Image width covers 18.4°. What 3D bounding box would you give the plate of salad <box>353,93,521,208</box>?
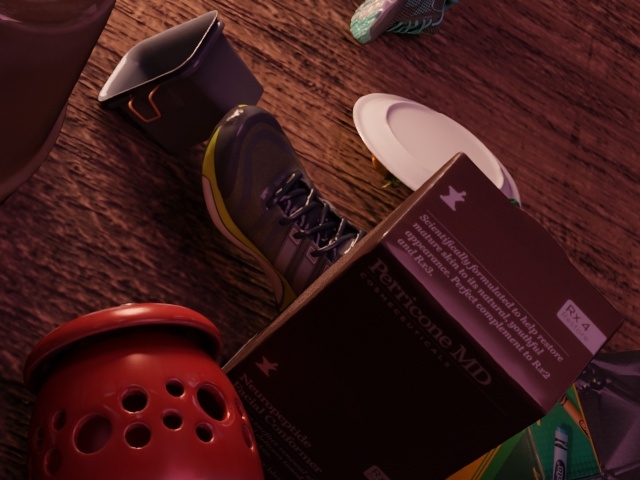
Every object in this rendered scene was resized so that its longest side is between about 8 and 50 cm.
[{"bbox_3d":[0.114,-0.077,1.997,0.199,0.048,0.200,26,28,-15],"label":"plate of salad"}]

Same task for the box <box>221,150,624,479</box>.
[{"bbox_3d":[0.057,0.108,1.653,0.191,0.381,0.143,45,50,-1],"label":"box"}]

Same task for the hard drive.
[{"bbox_3d":[0.335,0.235,2.001,0.172,0.054,0.255,-5,64,-14],"label":"hard drive"}]

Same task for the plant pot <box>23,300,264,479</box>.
[{"bbox_3d":[-0.153,0.158,1.623,0.191,0.191,0.174,5,58,-36],"label":"plant pot"}]

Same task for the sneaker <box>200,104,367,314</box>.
[{"bbox_3d":[0.000,0.000,1.791,0.111,0.121,0.300,-50,122,-31],"label":"sneaker"}]

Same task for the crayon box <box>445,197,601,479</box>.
[{"bbox_3d":[0.148,0.117,1.881,0.081,0.165,0.278,-6,74,-39],"label":"crayon box"}]

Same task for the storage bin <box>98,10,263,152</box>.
[{"bbox_3d":[-0.124,-0.135,1.812,0.091,0.135,0.098,47,49,-24],"label":"storage bin"}]

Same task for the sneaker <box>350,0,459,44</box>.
[{"bbox_3d":[0.096,-0.243,2.072,0.076,0.065,0.166,54,50,-11],"label":"sneaker"}]

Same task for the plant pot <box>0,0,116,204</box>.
[{"bbox_3d":[-0.307,-0.198,1.596,0.323,0.280,0.323,16,61,-31],"label":"plant pot"}]
